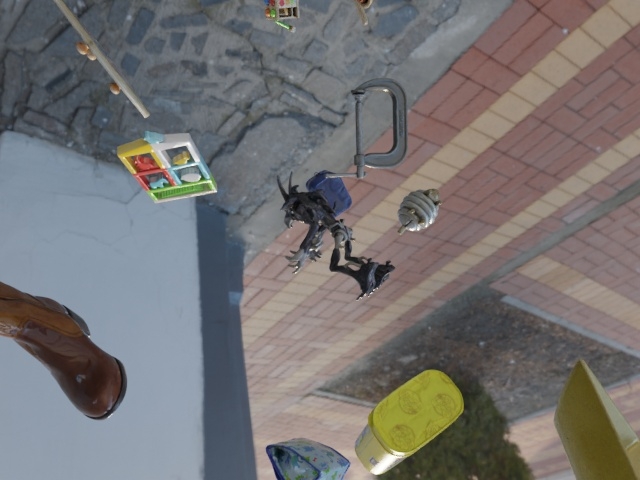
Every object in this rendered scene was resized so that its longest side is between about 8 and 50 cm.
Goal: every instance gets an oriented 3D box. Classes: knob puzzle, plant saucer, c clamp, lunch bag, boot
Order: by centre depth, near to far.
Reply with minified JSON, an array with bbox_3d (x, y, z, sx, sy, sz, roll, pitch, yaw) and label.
[{"bbox_3d":[0.435,0.380,0.763,0.081,0.332,0.333,-29,129,21],"label":"plant saucer"},{"bbox_3d":[-0.428,0.131,0.804,0.096,0.264,0.280,-42,140,-3],"label":"boot"},{"bbox_3d":[0.077,-0.172,0.857,0.137,0.160,0.022,2,-175,-20],"label":"c clamp"},{"bbox_3d":[-0.349,-0.277,0.909,0.030,0.213,0.213,-37,145,-4],"label":"knob puzzle"},{"bbox_3d":[0.013,-0.103,1.182,0.067,0.065,0.098,-33,113,-14],"label":"lunch bag"},{"bbox_3d":[-0.034,0.499,1.246,0.129,0.151,0.096,18,100,-55],"label":"lunch bag"}]

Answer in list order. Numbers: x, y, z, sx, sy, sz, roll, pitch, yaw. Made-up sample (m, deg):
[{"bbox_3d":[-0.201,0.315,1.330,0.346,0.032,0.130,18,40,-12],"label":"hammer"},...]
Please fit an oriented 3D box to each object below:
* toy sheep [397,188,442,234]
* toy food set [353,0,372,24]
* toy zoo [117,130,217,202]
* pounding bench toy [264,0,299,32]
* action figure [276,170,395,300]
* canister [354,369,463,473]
[{"bbox_3d":[0.210,-0.063,1.197,0.132,0.091,0.091,-43,150,-15],"label":"toy sheep"},{"bbox_3d":[0.049,-0.431,0.876,0.039,0.132,0.192,-20,170,-7],"label":"toy food set"},{"bbox_3d":[-0.413,-0.202,1.503,0.193,0.030,0.293,-10,153,4],"label":"toy zoo"},{"bbox_3d":[-0.087,-0.500,1.226,0.065,0.052,0.083,-20,122,-29],"label":"pounding bench toy"},{"bbox_3d":[0.000,0.000,1.053,0.141,0.276,0.164,-51,167,24],"label":"action figure"},{"bbox_3d":[0.116,0.258,0.774,0.126,0.073,0.170,-29,156,-22],"label":"canister"}]
